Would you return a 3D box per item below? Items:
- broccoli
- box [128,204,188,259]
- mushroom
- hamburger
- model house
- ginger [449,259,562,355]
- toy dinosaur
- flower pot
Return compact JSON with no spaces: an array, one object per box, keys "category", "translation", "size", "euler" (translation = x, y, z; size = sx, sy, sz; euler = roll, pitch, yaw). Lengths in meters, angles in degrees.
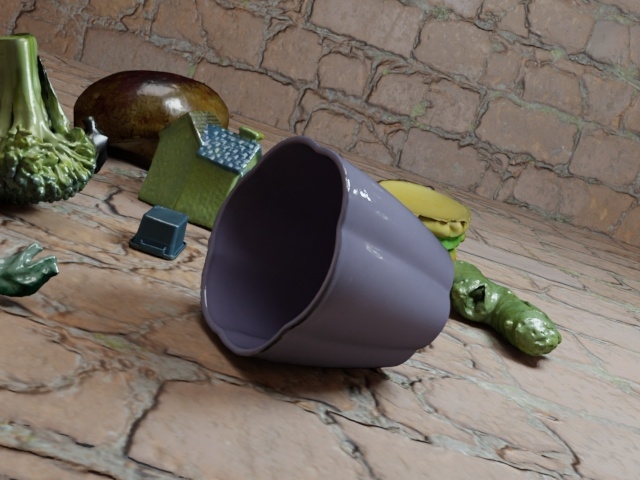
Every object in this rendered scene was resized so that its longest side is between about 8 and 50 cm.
[{"category":"broccoli","translation":[-0.438,-0.179,1.147],"size":[0.246,0.244,0.263],"euler":[-9,22,-36]},{"category":"box","translation":[-0.239,-0.015,1.178],"size":[0.074,0.054,0.099],"euler":[17,14,-2]},{"category":"mushroom","translation":[-0.366,-0.268,1.703],"size":[0.345,0.239,0.345],"euler":[19,-13,5]},{"category":"hamburger","translation":[0.193,-0.021,1.609],"size":[0.237,0.149,0.237],"euler":[13,21,-5]},{"category":"model house","translation":[-0.189,-0.132,1.443],"size":[0.214,0.189,0.195],"euler":[22,16,18]},{"category":"ginger","translation":[0.297,0.117,1.342],"size":[0.137,0.089,0.290],"euler":[32,5,-45]},{"category":"toy dinosaur","translation":[-0.459,-0.005,0.768],"size":[0.382,0.076,0.129],"euler":[3,44,-32]},{"category":"flower pot","translation":[0.021,0.043,0.957],"size":[0.243,0.265,0.265],"euler":[27,6,-37]}]
